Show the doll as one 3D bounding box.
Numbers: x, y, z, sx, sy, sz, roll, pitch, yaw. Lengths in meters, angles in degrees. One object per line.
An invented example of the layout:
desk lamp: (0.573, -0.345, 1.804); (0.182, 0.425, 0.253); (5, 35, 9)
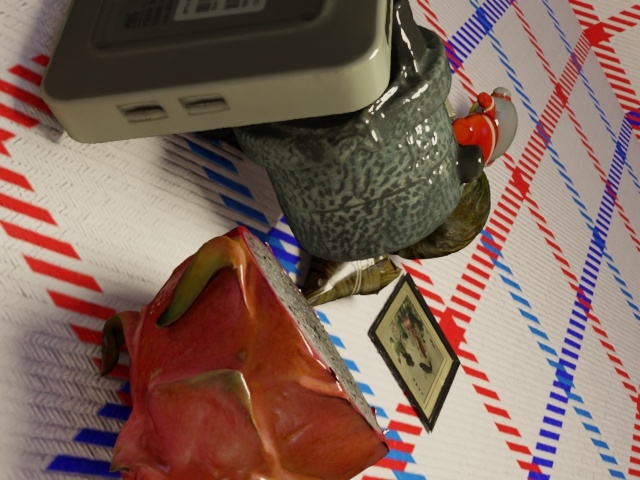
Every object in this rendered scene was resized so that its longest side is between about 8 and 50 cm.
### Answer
doll: (0.327, -0.219, 1.888); (0.336, 0.105, 0.200); (-35, 138, -57)

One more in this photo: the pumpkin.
pumpkin: (0.147, -0.063, 1.423); (0.224, 0.223, 0.157); (48, 40, -28)

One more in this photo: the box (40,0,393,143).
box: (-0.105, -0.275, 1.047); (0.090, 0.373, 0.367); (72, 18, -48)

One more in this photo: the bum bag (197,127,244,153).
bum bag: (-0.149, -0.186, 1.205); (0.248, 0.060, 0.123); (7, 61, -57)

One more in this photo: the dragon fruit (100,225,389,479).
dragon fruit: (-0.090, 0.154, 0.931); (0.305, 0.225, 0.305); (54, 2, -2)

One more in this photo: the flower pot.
flower pot: (0.040, -0.144, 1.148); (0.299, 0.299, 0.283); (-66, 142, -50)

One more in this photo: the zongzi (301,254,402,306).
zongzi: (0.000, 0.000, 1.315); (0.184, 0.084, 0.187); (-14, 71, -38)

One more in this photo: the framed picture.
framed picture: (0.154, 0.173, 1.480); (0.195, 0.010, 0.199); (59, 32, -13)

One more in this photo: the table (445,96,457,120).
table: (0.206, -0.255, 1.757); (0.079, 0.062, 0.083); (130, -59, -74)
